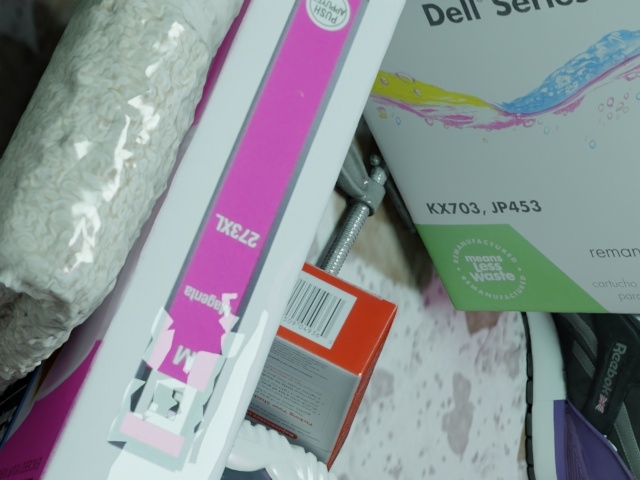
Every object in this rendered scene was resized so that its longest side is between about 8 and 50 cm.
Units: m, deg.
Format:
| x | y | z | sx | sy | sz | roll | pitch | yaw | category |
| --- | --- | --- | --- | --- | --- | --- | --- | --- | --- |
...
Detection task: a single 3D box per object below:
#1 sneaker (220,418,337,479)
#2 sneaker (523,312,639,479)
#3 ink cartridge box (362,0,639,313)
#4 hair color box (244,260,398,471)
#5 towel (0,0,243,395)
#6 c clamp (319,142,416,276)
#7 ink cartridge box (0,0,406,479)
| x | y | z | sx | sy | sz | roll | pitch | yaw | category |
| --- | --- | --- | --- | --- | --- | --- | --- | --- | --- |
| -0.041 | 0.194 | 0.662 | 0.235 | 0.094 | 0.153 | 66 | 35 | -46 | sneaker |
| 0.212 | 0.053 | 0.964 | 0.107 | 0.124 | 0.283 | -27 | 114 | -50 | sneaker |
| 0.112 | -0.130 | 0.736 | 0.119 | 0.207 | 0.353 | -51 | 125 | -38 | ink cartridge box |
| -0.015 | 0.064 | 0.651 | 0.043 | 0.072 | 0.141 | -60 | 173 | -33 | hair color box |
| -0.076 | -0.041 | 0.474 | 0.049 | 0.282 | 0.187 | 26 | 73 | -13 | towel |
| 0.000 | 0.000 | 0.763 | 0.160 | 0.022 | 0.137 | -58 | 135 | -34 | c clamp |
| -0.073 | 0.044 | 0.541 | 0.069 | 0.176 | 0.370 | 26 | 67 | -17 | ink cartridge box |
